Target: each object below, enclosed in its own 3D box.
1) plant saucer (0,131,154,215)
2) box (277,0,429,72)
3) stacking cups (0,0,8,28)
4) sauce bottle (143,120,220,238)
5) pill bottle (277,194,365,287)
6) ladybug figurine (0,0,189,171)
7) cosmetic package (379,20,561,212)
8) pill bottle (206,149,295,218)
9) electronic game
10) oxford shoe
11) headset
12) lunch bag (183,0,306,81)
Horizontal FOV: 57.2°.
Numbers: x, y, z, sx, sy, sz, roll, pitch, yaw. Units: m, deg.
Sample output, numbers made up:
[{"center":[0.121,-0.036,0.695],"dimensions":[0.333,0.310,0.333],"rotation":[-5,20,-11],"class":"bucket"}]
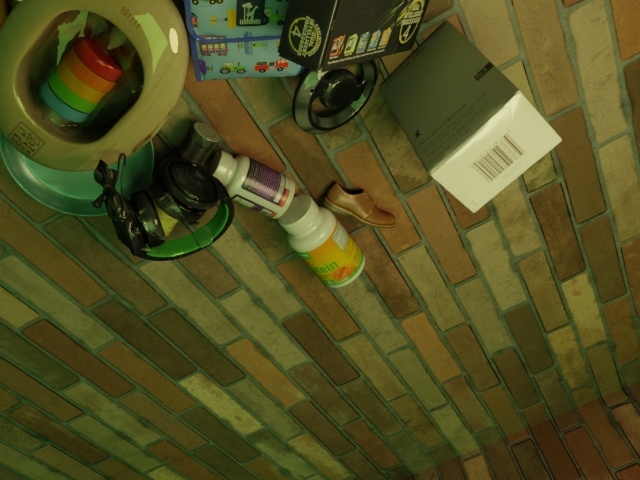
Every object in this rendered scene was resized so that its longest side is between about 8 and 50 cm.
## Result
[{"center":[-0.524,-0.200,1.279],"dimensions":[0.318,0.043,0.317],"rotation":[-3,123,-5],"class":"plant saucer"},{"center":[0.100,-0.474,1.002],"dimensions":[0.097,0.395,0.318],"rotation":[29,123,20],"class":"box"},{"center":[-0.605,-0.478,1.026],"dimensions":[0.096,0.096,0.316],"rotation":[2,128,-13],"class":"stacking cups"},{"center":[-0.344,-0.119,1.354],"dimensions":[0.111,0.111,0.344],"rotation":[26,121,-28],"class":"sauce bottle"},{"center":[0.000,0.000,1.501],"dimensions":[0.136,0.136,0.245],"rotation":[-30,127,13],"class":"pill bottle"},{"center":[-0.420,-0.309,1.083],"dimensions":[0.449,0.161,0.305],"rotation":[-33,115,24],"class":"ladybug figurine"},{"center":[0.282,-0.263,1.188],"dimensions":[0.156,0.385,0.217],"rotation":[34,113,-33],"class":"cosmetic package"},{"center":[-0.166,-0.135,1.379],"dimensions":[0.194,0.108,0.108],"rotation":[25,120,-28],"class":"pill bottle"},{"center":[0.035,-0.323,1.250],"dimensions":[0.229,0.048,0.229],"rotation":[-32,153,-19],"class":"electronic game"},{"center":[0.114,-0.088,1.498],"dimensions":[0.212,0.076,0.076],"rotation":[20,111,-25],"class":"oxford shoe"},{"center":[-0.323,-0.050,1.212],"dimensions":[0.243,0.185,0.394],"rotation":[-33,152,6],"class":"headset"},{"center":[-0.128,-0.415,1.050],"dimensions":[0.221,0.138,0.293],"rotation":[-5,169,-8],"class":"lunch bag"}]
